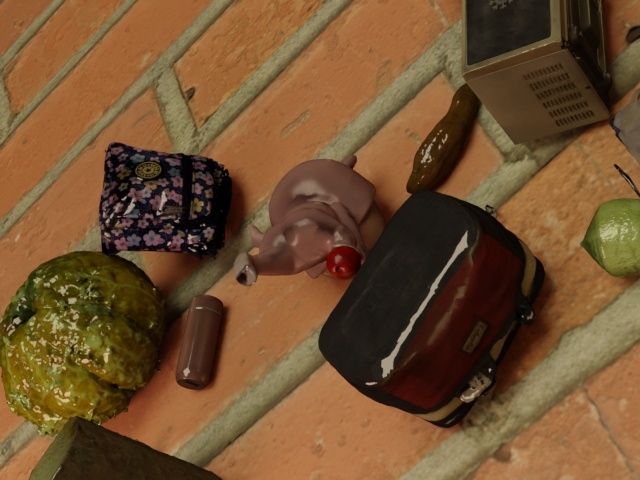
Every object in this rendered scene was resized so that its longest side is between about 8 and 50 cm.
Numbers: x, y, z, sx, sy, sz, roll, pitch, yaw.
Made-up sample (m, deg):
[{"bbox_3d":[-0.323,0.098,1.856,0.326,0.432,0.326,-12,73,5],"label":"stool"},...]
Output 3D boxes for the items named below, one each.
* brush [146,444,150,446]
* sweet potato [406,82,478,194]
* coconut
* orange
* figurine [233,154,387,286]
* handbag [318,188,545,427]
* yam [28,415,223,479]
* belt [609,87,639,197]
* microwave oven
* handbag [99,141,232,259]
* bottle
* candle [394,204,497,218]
[{"bbox_3d":[-0.329,0.443,1.680,0.323,0.051,0.070,-61,33,-2],"label":"brush"},{"bbox_3d":[0.173,-0.142,1.570,0.053,0.054,0.182,24,79,41],"label":"sweet potato"},{"bbox_3d":[0.336,-0.003,1.280,0.096,0.088,0.087,-7,58,28],"label":"coconut"},{"bbox_3d":[-0.389,0.155,1.805,0.301,0.223,0.300,-54,34,3],"label":"orange"},{"bbox_3d":[0.000,0.000,1.543,0.176,0.186,0.287,-46,5,20],"label":"figurine"},{"bbox_3d":[0.141,0.085,1.341,0.181,0.181,0.254,29,88,50],"label":"handbag"},{"bbox_3d":[-0.262,0.342,1.524,0.161,0.268,0.161,-38,37,35],"label":"yam"},{"bbox_3d":[0.397,-0.074,1.222,0.126,0.140,0.230,-41,43,16],"label":"belt"},{"bbox_3d":[0.276,-0.270,1.447,0.145,0.194,0.240,-18,52,31],"label":"microwave oven"},{"bbox_3d":[-0.244,-0.062,1.825,0.208,0.126,0.228,0,43,-4],"label":"handbag"},{"bbox_3d":[-0.181,0.151,1.724,0.053,0.053,0.140,-16,54,39],"label":"bottle"},{"bbox_3d":[0.165,-0.023,1.508,0.162,0.048,0.053,-3,96,44],"label":"candle"}]
